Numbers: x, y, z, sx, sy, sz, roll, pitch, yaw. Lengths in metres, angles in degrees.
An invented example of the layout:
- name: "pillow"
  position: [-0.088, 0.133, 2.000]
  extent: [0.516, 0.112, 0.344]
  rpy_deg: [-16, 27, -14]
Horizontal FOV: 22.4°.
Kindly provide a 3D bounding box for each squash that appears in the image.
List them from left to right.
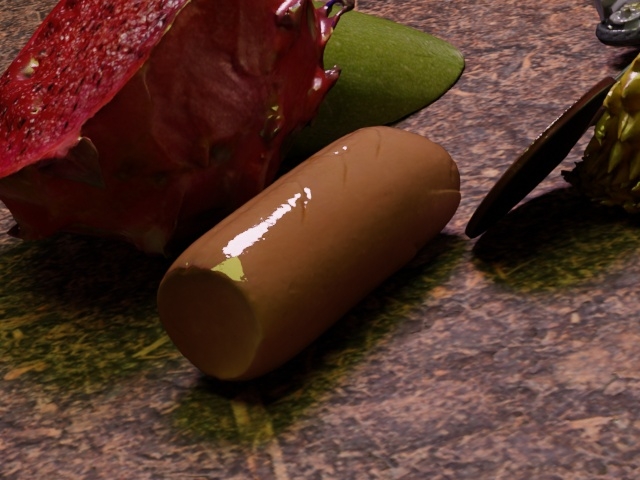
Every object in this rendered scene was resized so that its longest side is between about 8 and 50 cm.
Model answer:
- name: "squash"
  position: [0.026, -0.150, 1.715]
  extent: [0.260, 0.189, 0.189]
  rpy_deg: [12, 1, -44]

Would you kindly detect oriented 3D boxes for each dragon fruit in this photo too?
- name: "dragon fruit"
  position: [-0.133, -0.132, 1.477]
  extent: [0.371, 0.249, 0.386]
  rpy_deg: [-32, 30, 31]

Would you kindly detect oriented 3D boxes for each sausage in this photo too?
- name: "sausage"
  position: [0.000, 0.000, 1.298]
  extent: [0.121, 0.121, 0.304]
  rpy_deg: [6, 29, 37]

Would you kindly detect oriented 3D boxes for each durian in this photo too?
- name: "durian"
  position: [0.374, -0.080, 1.299]
  extent: [0.305, 0.186, 0.196]
  rpy_deg: [-13, 47, -13]

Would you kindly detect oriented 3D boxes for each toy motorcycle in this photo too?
- name: "toy motorcycle"
  position: [0.364, -0.259, 1.699]
  extent: [0.152, 0.073, 0.225]
  rpy_deg: [-7, 27, 13]

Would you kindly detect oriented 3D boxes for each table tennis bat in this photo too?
- name: "table tennis bat"
  position: [0.214, -0.093, 1.362]
  extent: [0.021, 0.154, 0.274]
  rpy_deg: [44, 59, 11]
